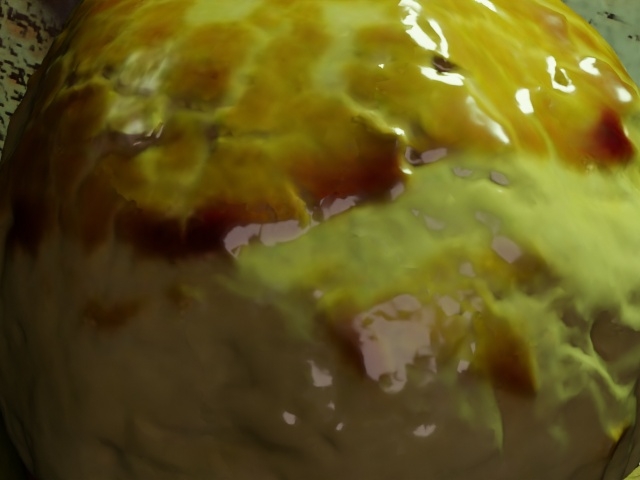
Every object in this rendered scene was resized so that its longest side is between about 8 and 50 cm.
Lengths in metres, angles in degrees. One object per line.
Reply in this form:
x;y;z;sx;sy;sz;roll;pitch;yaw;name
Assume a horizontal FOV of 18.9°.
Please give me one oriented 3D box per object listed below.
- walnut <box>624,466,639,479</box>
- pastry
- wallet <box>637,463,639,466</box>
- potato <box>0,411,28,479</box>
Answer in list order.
0.168;0.239;1.120;0.228;0.228;0.228;1;88;-18;walnut
0.000;0.000;0.993;0.389;0.388;0.312;-25;124;-17;pastry
0.069;0.120;1.118;0.161;0.195;0.042;-30;124;-17;wallet
-0.257;0.109;1.025;0.186;0.148;0.253;-38;99;-18;potato
